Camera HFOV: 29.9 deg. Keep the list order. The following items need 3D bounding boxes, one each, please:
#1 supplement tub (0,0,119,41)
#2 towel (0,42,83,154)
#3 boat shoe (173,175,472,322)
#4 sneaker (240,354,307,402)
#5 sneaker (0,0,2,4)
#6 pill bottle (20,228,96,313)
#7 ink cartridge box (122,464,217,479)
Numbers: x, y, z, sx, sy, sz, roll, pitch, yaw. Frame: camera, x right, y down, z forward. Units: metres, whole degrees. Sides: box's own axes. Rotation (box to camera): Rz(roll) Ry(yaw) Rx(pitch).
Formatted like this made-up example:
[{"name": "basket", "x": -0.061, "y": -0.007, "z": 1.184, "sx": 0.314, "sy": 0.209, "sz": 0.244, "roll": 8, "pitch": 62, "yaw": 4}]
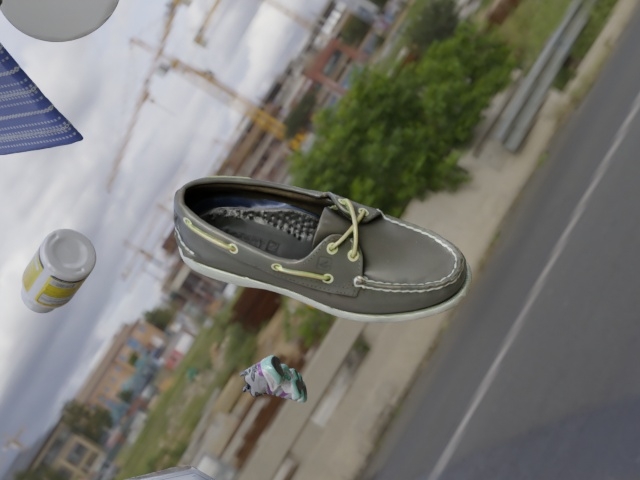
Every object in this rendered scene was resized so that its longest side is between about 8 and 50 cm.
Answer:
[{"name": "supplement tub", "x": -0.381, "y": -0.411, "z": 1.660, "sx": 0.191, "sy": 0.191, "sz": 0.272, "roll": -57, "pitch": 35, "yaw": 23}, {"name": "towel", "x": -0.503, "y": -0.246, "z": 1.639, "sx": 0.243, "sy": 0.336, "sz": 0.040, "roll": -3, "pitch": 48, "yaw": 38}, {"name": "boat shoe", "x": -0.001, "y": 0.004, "z": 1.184, "sx": 0.091, "sy": 0.305, "sz": 0.109, "roll": 84, "pitch": -160, "yaw": -58}, {"name": "sneaker", "x": -0.064, "y": 0.181, "z": 1.498, "sx": 0.069, "sy": 0.098, "sz": 0.038, "roll": -23, "pitch": 44, "yaw": 20}, {"name": "sneaker", "x": -0.391, "y": -0.227, "z": 1.090, "sx": 0.330, "sy": 0.146, "sz": 0.122, "roll": -49, "pitch": -21, "yaw": -13}, {"name": "pill bottle", "x": -0.305, "y": 0.039, "z": 1.374, "sx": 0.116, "sy": 0.065, "sz": 0.065, "roll": -43, "pitch": 12, "yaw": 49}, {"name": "ink cartridge box", "x": -0.024, "y": 0.297, "z": 0.561, "sx": 0.130, "sy": 0.309, "sz": 0.272, "roll": 2, "pitch": -73, "yaw": -56}]
